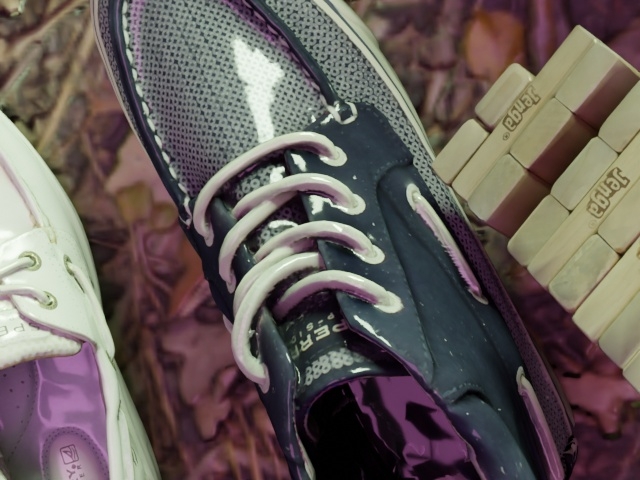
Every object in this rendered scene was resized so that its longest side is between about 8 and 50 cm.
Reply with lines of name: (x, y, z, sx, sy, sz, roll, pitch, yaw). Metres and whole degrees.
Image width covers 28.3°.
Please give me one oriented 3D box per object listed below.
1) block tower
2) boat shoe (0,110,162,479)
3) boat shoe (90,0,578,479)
block tower: (0.164, 0.037, 0.446, 0.097, 0.335, 0.091, 26, 107, -38)
boat shoe: (-0.147, 0.044, 0.611, 0.098, 0.096, 0.277, -26, 98, -5)
boat shoe: (0.000, 0.000, 0.552, 0.127, 0.158, 0.340, -37, 91, 14)
